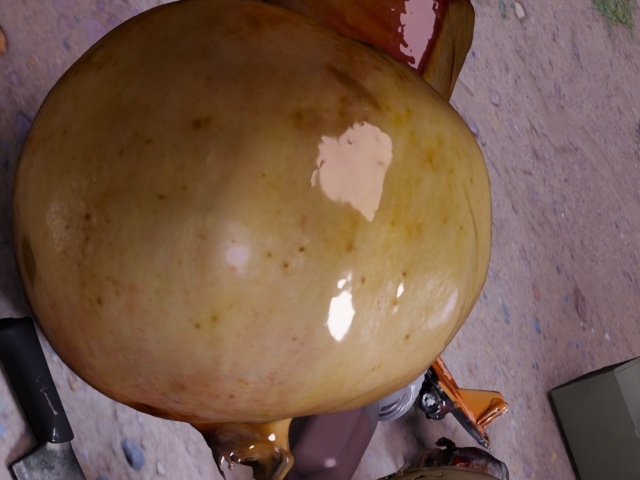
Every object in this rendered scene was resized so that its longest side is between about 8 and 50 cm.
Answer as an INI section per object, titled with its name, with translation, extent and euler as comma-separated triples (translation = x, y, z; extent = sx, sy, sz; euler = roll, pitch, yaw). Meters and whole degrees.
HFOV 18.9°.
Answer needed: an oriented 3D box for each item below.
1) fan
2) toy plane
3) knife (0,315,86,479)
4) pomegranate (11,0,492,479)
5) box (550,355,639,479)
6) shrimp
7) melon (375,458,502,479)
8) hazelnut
[fan]
translation = 0.029, 0.123, 1.594
extent = 0.244, 0.074, 0.130
euler = -59, 156, -45
[toy plane]
translation = 0.094, 0.117, 1.748
extent = 0.188, 0.062, 0.135
euler = 43, -2, 8
[knife]
translation = -0.174, 0.162, 1.271
extent = 0.060, 0.028, 0.230
euler = -31, 102, -51
[pomegranate]
translation = -0.049, 0.004, 1.312
extent = 0.338, 0.338, 0.338
euler = 41, 38, -43
[box]
translation = 0.339, 0.247, 2.083
extent = 0.129, 0.086, 0.225
euler = -11, 80, -62
[shrimp]
translation = 0.120, 0.218, 1.722
extent = 0.075, 0.073, 0.190
euler = 31, 5, 21
[melon]
translation = 0.107, 0.319, 1.459
extent = 0.223, 0.223, 0.317
euler = -27, 95, -63
[hazelnut]
translation = 0.038, -0.199, 1.775
extent = 0.212, 0.181, 0.181
euler = -44, 139, -60
